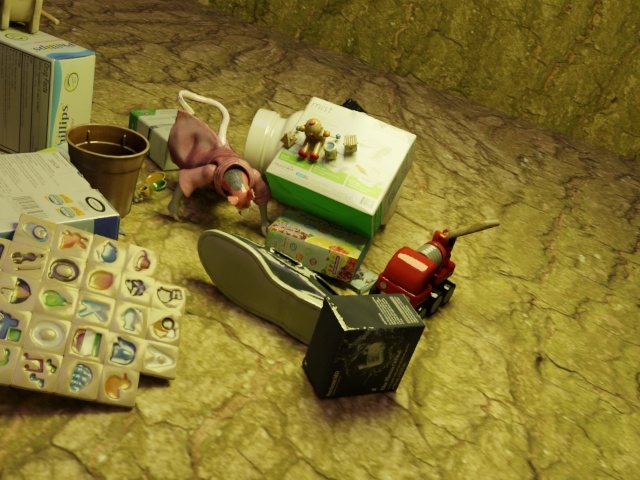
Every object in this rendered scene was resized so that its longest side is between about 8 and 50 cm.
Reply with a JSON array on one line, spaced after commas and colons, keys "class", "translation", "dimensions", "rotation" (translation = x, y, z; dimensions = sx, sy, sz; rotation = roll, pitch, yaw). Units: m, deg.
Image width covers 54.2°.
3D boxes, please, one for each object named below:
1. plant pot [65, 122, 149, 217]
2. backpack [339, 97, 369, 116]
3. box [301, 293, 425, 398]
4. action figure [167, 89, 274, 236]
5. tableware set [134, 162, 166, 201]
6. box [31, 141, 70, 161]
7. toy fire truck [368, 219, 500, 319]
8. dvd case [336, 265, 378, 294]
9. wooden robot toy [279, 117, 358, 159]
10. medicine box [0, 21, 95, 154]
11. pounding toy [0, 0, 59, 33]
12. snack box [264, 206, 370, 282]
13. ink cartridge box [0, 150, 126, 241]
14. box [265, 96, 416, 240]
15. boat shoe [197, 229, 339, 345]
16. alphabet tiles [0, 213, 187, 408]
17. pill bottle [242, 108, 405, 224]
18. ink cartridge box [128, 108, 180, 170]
[{"class": "plant pot", "translation": [-0.461, -0.143, 1.342], "dimensions": [0.167, 0.165, 0.167], "rotation": [12, 30, -7]}, {"class": "backpack", "translation": [0.061, -0.352, 2.006], "dimensions": [0.117, 0.158, 0.173], "rotation": [45, 49, 12]}, {"class": "box", "translation": [0.071, 0.179, 1.069], "dimensions": [0.158, 0.156, 0.093], "rotation": [1, 33, -26]}, {"class": "action figure", "translation": [-0.209, -0.166, 1.434], "dimensions": [0.248, 0.276, 0.370], "rotation": [7, 16, -29]}, {"class": "tableware set", "translation": [-0.420, -0.147, 1.471], "dimensions": [0.104, 0.024, 0.154], "rotation": [-25, 41, -12]}, {"class": "box", "translation": [-0.574, -0.169, 1.427], "dimensions": [0.109, 0.042, 0.178], "rotation": [40, 31, 3]}, {"class": "toy fire truck", "translation": [0.239, 0.042, 1.303], "dimensions": [0.158, 0.246, 0.217], "rotation": [31, 32, 26]}, {"class": "dvd case", "translation": [0.067, 0.074, 1.399], "dimensions": [0.119, 0.013, 0.087], "rotation": [33, 33, 26]}, {"class": "wooden robot toy", "translation": [-0.008, -0.221, 1.327], "dimensions": [0.173, 0.079, 0.076], "rotation": [13, 66, 12]}, {"class": "medicine box", "translation": [-0.705, -0.354, 1.480], "dimensions": [0.289, 0.264, 0.149], "rotation": [23, 29, 10]}, {"class": "pounding toy", "translation": [-0.687, -0.589, 1.470], "dimensions": [0.154, 0.154, 0.269], "rotation": [-4, 34, -35]}, {"class": "snack box", "translation": [0.000, 0.000, 1.412], "dimensions": [0.207, 0.070, 0.174], "rotation": [20, 27, 10]}, {"class": "ink cartridge box", "translation": [-0.547, -0.033, 1.119], "dimensions": [0.395, 0.151, 0.270], "rotation": [-15, 43, -42]}, {"class": "box", "translation": [0.049, -0.167, 1.408], "dimensions": [0.262, 0.127, 0.231], "rotation": [23, 67, 14]}, {"class": "boat shoe", "translation": [-0.080, 0.077, 1.201], "dimensions": [0.340, 0.127, 0.113], "rotation": [28, 30, 17]}, {"class": "alphabet tiles", "translation": [-0.376, 0.102, 0.961], "dimensions": [0.342, 0.011, 0.285], "rotation": [19, 47, -25]}, {"class": "pill bottle", "translation": [0.014, -0.202, 1.632], "dimensions": [0.407, 0.229, 0.229], "rotation": [17, 29, 2]}, {"class": "ink cartridge box", "translation": [-0.401, -0.274, 1.685], "dimensions": [0.153, 0.087, 0.208], "rotation": [-11, 38, -41]}]
